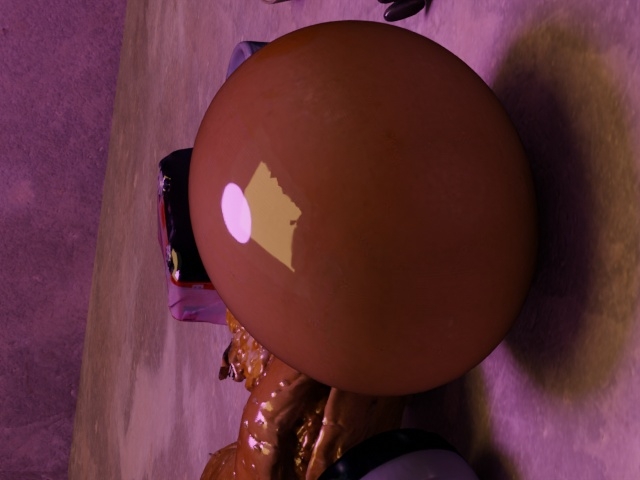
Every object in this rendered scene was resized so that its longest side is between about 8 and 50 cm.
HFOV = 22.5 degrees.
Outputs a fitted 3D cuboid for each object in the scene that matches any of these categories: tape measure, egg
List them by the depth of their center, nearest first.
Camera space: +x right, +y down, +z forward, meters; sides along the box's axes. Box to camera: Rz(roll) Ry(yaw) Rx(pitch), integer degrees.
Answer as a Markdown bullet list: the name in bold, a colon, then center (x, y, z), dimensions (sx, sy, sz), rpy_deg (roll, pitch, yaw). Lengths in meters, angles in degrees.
- **egg**: center (0.037, -0.029, 1.409), dimensions (0.374, 0.301, 0.301), rpy_deg (-107, 25, -54)
- **tape measure**: center (0.067, 0.263, 1.470), dimensions (0.107, 0.182, 0.181), rpy_deg (51, 154, 42)

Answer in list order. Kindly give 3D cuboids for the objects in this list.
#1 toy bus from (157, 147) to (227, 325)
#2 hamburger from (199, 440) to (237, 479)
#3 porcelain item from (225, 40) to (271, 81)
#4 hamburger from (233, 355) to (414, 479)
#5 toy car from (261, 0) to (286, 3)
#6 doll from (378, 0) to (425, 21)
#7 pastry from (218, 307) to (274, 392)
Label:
- **toy bus**: center (-0.195, -0.007, 2.568), dimensions (0.302, 0.127, 0.147), rpy_deg (-105, 20, -48)
- **hamburger**: center (-0.091, 0.399, 2.114), dimensions (0.211, 0.132, 0.308), rpy_deg (132, 140, -70)
- **porcelain item**: center (-0.061, -0.190, 2.142), dimensions (0.147, 0.114, 0.147), rpy_deg (-176, 90, -73)
- **hamburger**: center (0.009, 0.172, 1.626), dimensions (0.283, 0.145, 0.259), rpy_deg (-52, -25, -45)
- **toy car**: center (-0.073, -0.444, 2.253), dimensions (0.235, 0.145, 0.235), rpy_deg (49, 148, 46)
- **doll**: center (0.029, -0.363, 1.773), dimensions (0.258, 0.153, 0.195), rpy_deg (-104, -5, -58)
- **pastry**: center (-0.066, 0.136, 2.121), dimensions (0.250, 0.102, 0.154), rpy_deg (-132, 50, -66)
